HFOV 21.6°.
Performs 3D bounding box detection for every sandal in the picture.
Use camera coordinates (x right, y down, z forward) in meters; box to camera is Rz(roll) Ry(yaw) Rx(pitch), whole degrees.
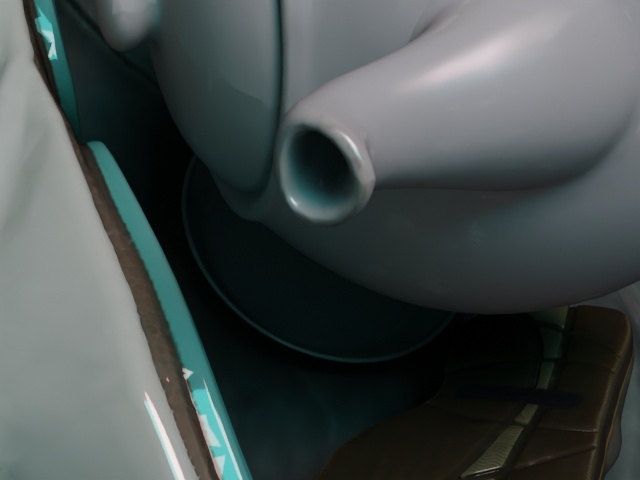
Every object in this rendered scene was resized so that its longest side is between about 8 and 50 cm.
[{"bbox_3d":[0.059,0.085,0.591,0.090,0.060,0.219,4,23,20],"label":"sandal"}]

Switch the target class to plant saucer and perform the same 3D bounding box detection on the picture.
[{"bbox_3d":[0.000,0.000,0.660,0.119,0.021,0.119,12,53,-16],"label":"plant saucer"}]

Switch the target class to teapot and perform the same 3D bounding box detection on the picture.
[{"bbox_3d":[0.015,-0.089,0.574,0.187,0.256,0.252,-6,71,-15],"label":"teapot"}]

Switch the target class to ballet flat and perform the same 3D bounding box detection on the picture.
[{"bbox_3d":[-0.124,-0.011,0.560,0.139,0.139,0.400,-6,56,-27],"label":"ballet flat"}]
